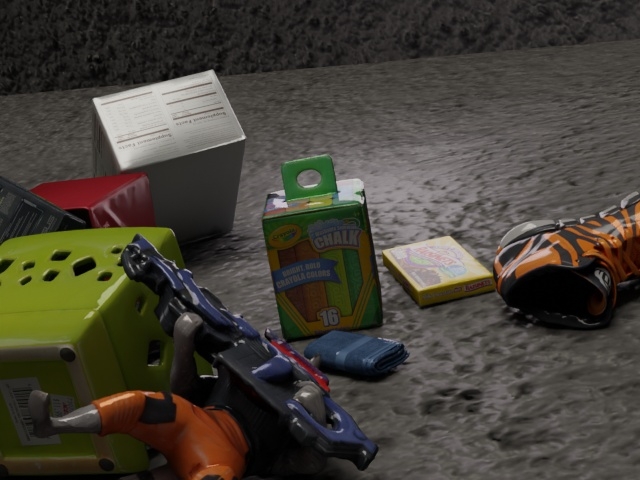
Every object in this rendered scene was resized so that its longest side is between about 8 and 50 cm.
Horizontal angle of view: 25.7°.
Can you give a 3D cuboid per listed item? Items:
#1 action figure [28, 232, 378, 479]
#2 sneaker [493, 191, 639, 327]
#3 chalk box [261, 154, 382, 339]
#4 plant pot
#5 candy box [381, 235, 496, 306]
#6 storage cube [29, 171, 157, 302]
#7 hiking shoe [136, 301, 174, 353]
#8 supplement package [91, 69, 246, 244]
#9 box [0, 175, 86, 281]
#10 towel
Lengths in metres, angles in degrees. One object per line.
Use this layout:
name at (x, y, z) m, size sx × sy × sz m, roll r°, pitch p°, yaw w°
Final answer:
action figure at (-0.134, 0.164, 1.381) m, size 0.330 × 0.179 × 0.341 m, roll -18°, pitch 54°, yaw -45°
sneaker at (0.366, 0.028, 1.680) m, size 0.321 × 0.125 × 0.180 m, roll -18°, pitch 19°, yaw 13°
chalk box at (0.000, 0.000, 1.803) m, size 0.132 × 0.213 × 0.132 m, roll -10°, pitch 16°, yaw 5°
plant pot at (-0.270, 0.133, 1.537) m, size 0.227 × 0.228 × 0.207 m, roll -4°, pitch 25°, yaw 21°
candy box at (0.157, 0.039, 1.902) m, size 0.105 × 0.027 × 0.206 m, roll -10°, pitch 16°, yaw -9°
storage cube at (-0.349, 0.020, 2.022) m, size 0.215 × 0.184 × 0.193 m, roll -6°, pitch 16°, yaw 20°
hiking shoe at (-0.273, 0.135, 1.799) m, size 0.114 × 0.086 × 0.227 m, roll -15°, pitch 4°, yaw 40°
supplement package at (-0.245, -0.116, 2.230) m, size 0.204 × 0.145 × 0.262 m, roll -16°, pitch -27°, yaw -18°
box at (-0.441, 0.038, 1.876) m, size 0.183 × 0.233 × 0.059 m, roll 25°, pitch -3°, yaw 29°
towel at (0.041, 0.135, 1.653) m, size 0.067 × 0.029 × 0.119 m, roll -25°, pitch 22°, yaw -39°
